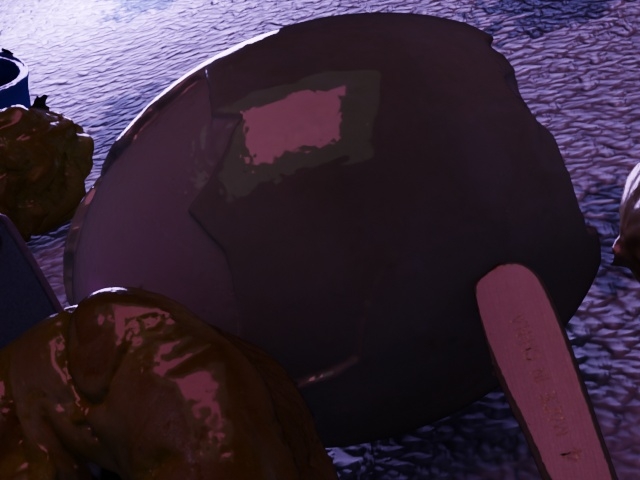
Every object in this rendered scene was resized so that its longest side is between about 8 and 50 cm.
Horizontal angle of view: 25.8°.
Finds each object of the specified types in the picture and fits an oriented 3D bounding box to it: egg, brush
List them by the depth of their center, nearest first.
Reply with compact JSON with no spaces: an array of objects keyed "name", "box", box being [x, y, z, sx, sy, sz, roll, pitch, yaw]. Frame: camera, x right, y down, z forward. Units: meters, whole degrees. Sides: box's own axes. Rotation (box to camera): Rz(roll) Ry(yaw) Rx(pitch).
[{"name":"brush","box":[0.140,0.143,0.706,0.085,0.020,0.336,-19,53,2]},{"name":"egg","box":[0.000,0.000,0.923,0.336,0.278,0.278,-23,28,-5]}]

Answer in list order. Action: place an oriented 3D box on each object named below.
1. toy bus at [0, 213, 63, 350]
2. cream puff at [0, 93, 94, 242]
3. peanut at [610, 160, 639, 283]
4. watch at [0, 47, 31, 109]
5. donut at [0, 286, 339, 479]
[{"name":"toy bus","box":[-0.385,0.156,0.997,0.233,0.203,0.427,5,36,47]},{"name":"cream puff","box":[-0.299,-0.060,1.420,0.121,0.156,0.156,19,24,-15]},{"name":"peanut","box":[0.282,0.005,0.893,0.129,0.129,0.224,-38,32,-29]},{"name":"watch","box":[-0.428,-0.151,1.632,0.200,0.171,0.196,11,38,23]},{"name":"donut","box":[-0.086,0.157,0.746,0.209,0.128,0.261,-21,69,27]}]
